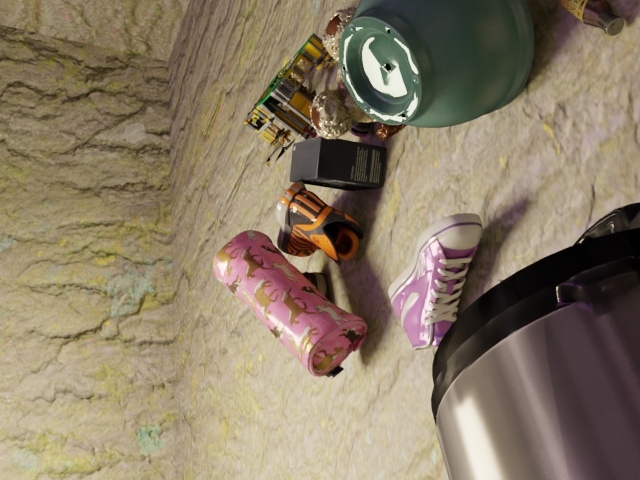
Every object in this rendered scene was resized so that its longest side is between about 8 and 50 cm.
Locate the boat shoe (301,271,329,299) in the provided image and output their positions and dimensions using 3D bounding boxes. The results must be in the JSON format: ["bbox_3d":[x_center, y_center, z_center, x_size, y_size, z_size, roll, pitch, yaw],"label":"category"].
[{"bbox_3d":[-0.027,0.188,1.680,0.095,0.095,0.257,122,146,-43],"label":"boat shoe"}]

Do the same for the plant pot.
[{"bbox_3d":[0.154,-0.298,1.133,0.293,0.196,0.293,36,144,32],"label":"plant pot"}]

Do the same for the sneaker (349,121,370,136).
[{"bbox_3d":[0.089,-0.313,1.606,0.075,0.063,0.170,128,147,-59],"label":"sneaker"}]

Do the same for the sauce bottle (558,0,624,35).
[{"bbox_3d":[0.376,-0.324,1.004,0.128,0.042,0.042,-112,37,-49],"label":"sauce bottle"}]

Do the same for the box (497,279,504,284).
[{"bbox_3d":[0.292,0.213,0.980,0.169,0.087,0.289,-154,73,-65],"label":"box"}]

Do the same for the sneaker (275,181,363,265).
[{"bbox_3d":[0.000,0.000,1.640,0.124,0.180,0.321,-52,-15,-11],"label":"sneaker"}]

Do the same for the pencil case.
[{"bbox_3d":[-0.074,0.127,1.570,0.386,0.160,0.167,39,160,34],"label":"pencil case"}]

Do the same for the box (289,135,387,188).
[{"bbox_3d":[0.035,-0.164,1.568,0.156,0.158,0.093,-178,95,-66],"label":"box"}]

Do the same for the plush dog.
[{"bbox_3d":[0.127,-0.312,1.428,0.225,0.211,0.262,20,101,46],"label":"plush dog"}]

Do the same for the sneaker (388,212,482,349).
[{"bbox_3d":[0.211,0.085,1.198,0.282,0.102,0.161,111,151,-51],"label":"sneaker"}]

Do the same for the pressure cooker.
[{"bbox_3d":[0.291,0.185,0.620,0.370,0.376,0.420,-33,44,23],"label":"pressure cooker"}]

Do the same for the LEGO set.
[{"bbox_3d":[-0.040,-0.345,1.836,0.331,0.192,0.254,-32,25,56],"label":"LEGO set"}]
